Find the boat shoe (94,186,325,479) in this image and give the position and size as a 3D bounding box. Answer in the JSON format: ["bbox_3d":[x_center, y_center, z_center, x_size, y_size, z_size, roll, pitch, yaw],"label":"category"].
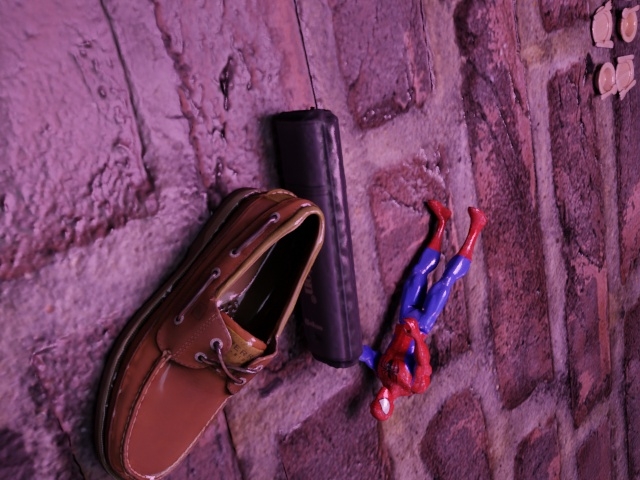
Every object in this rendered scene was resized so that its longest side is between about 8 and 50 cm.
[{"bbox_3d":[-0.099,0.085,0.625,0.110,0.104,0.307,35,74,-40],"label":"boat shoe"}]

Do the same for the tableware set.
[{"bbox_3d":[0.492,-0.313,1.133,0.141,0.020,0.169,-24,115,-36],"label":"tableware set"}]

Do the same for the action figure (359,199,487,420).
[{"bbox_3d":[0.101,0.076,0.816,0.139,0.091,0.281,29,78,-48],"label":"action figure"}]

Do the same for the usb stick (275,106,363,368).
[{"bbox_3d":[0.000,0.000,0.714,0.045,0.077,0.278,-23,113,-43],"label":"usb stick"}]
